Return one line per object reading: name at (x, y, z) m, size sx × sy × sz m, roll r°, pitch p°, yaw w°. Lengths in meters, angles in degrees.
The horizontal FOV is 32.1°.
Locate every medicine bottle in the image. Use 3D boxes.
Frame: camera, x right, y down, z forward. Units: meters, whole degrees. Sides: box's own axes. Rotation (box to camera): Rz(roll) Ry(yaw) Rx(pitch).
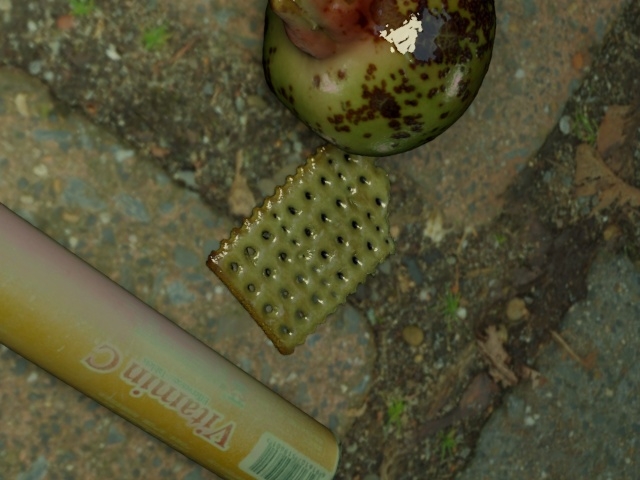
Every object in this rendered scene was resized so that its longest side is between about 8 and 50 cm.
medicine bottle at (-0.159, 0.103, 0.932) m, size 0.426 × 0.108 × 0.108 m, roll 40°, pitch 77°, yaw -30°

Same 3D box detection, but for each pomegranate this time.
pomegranate at (0.031, -0.184, 0.929) m, size 0.248 × 0.214 × 0.214 m, roll 9°, pitch 93°, yaw -57°

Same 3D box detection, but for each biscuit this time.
biscuit at (-0.001, 0.000, 1.057) m, size 0.203 × 0.016 × 0.144 m, roll -43°, pitch 115°, yaw -17°
